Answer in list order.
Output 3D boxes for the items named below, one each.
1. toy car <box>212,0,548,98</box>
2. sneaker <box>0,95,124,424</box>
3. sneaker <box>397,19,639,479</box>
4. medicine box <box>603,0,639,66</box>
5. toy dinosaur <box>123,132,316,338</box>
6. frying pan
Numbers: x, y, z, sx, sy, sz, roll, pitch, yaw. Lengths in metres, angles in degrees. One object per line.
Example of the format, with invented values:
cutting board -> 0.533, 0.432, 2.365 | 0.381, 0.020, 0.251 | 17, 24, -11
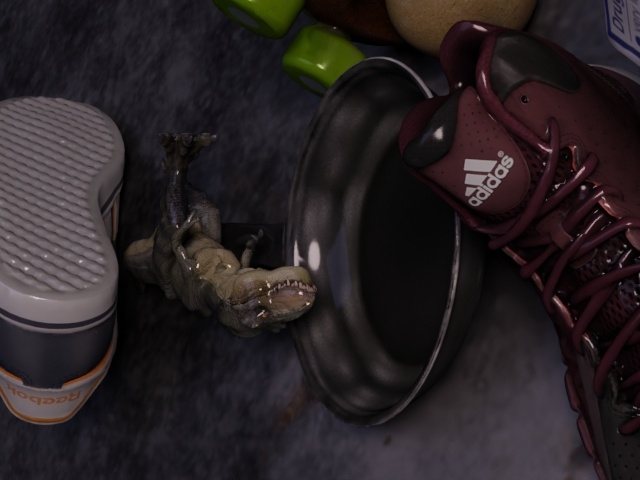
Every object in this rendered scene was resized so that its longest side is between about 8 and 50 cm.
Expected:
toy car -> 0.063, -0.153, 0.684 | 0.188, 0.149, 0.155 | 25, 81, 41
sneaker -> -0.210, 0.004, 0.922 | 0.321, 0.126, 0.127 | -105, 24, -58
sneaker -> 0.103, 0.015, 0.520 | 0.106, 0.163, 0.281 | -41, 44, 29
medicine box -> 0.253, -0.100, 0.314 | 0.264, 0.149, 0.289 | -26, 43, -8
toy dinosaur -> -0.085, -0.009, 0.788 | 0.268, 0.064, 0.118 | -170, 80, -64
frying pan -> 0.005, 0.026, 0.722 | 0.326, 0.053, 0.197 | 136, 131, -56
